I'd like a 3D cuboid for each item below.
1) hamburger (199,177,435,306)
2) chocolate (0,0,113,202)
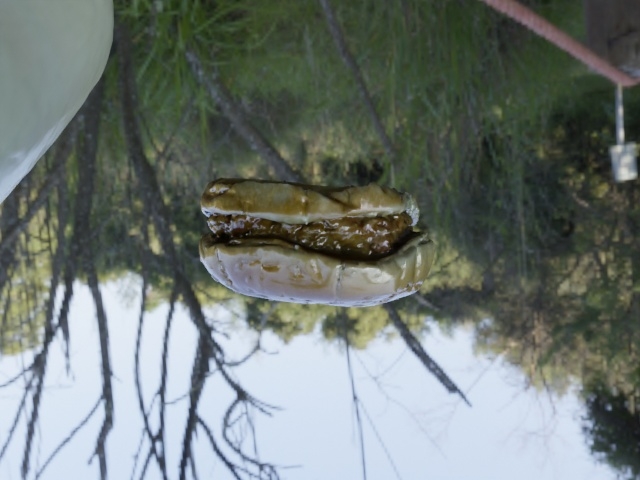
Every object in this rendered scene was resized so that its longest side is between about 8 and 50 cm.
[{"bbox_3d":[0.001,0.000,0.975,0.259,0.144,0.283,3,-174,21],"label":"hamburger"},{"bbox_3d":[-0.294,-0.149,0.586,0.314,0.326,0.297,23,-136,18],"label":"chocolate"}]
